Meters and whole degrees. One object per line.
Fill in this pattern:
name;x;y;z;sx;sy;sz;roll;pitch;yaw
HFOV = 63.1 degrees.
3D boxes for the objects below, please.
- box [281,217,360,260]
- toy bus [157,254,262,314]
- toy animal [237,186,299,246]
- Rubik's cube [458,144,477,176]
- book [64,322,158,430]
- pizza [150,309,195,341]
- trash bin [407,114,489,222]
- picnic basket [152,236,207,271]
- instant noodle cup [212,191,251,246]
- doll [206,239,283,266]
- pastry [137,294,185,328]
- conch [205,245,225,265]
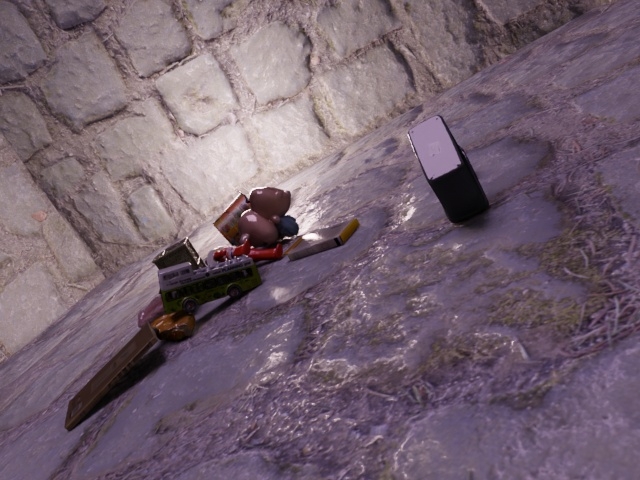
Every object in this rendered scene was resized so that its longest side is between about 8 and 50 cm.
box;0.000;0.000;1.641;0.247;0.033;0.129;-19;19;40
toy bus;-0.343;0.123;1.597;0.301;0.139;0.113;-16;10;-20
toy animal;-0.211;-0.094;1.963;0.229;0.221;0.210;-17;1;18
Rubik's cube;0.370;-0.201;1.456;0.092;0.092;0.092;-27;13;13
book;-0.584;0.368;1.457;0.310;0.021;0.217;-47;18;-15
pizza;-0.446;0.261;1.592;0.246;0.058;0.127;-15;19;42
trash bin;0.290;-0.150;1.172;0.101;0.236;0.177;-25;57;20
picnic basket;-0.526;0.116;1.985;0.154;0.196;0.134;-30;16;-2
instant noodle cup;-0.329;-0.064;2.186;0.182;0.230;0.230;-41;15;-7
doll;-0.297;0.056;1.868;0.188;0.099;0.384;9;-15;-38
pastry;-0.506;0.221;1.752;0.265;0.112;0.103;-38;34;31
conch;-0.422;0.080;2.116;0.080;0.086;0.233;-25;13;22
